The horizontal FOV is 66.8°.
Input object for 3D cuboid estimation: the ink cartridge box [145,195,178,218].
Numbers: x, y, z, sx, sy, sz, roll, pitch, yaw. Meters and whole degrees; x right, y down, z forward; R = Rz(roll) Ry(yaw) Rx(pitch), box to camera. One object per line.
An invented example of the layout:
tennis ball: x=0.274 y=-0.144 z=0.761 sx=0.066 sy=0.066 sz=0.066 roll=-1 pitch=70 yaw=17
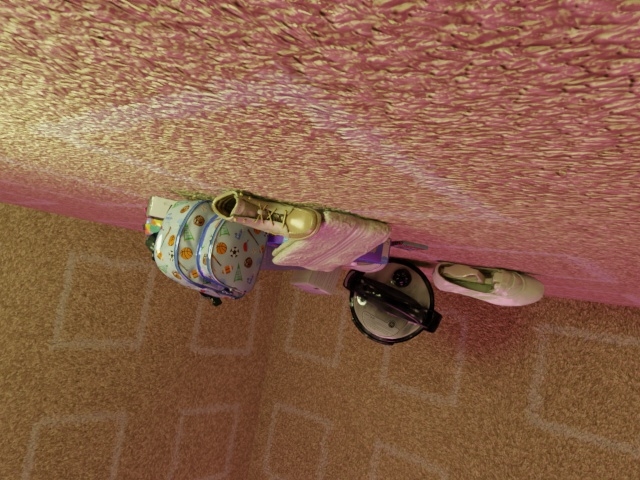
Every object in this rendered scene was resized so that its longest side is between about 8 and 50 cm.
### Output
ink cartridge box: x=-0.453 y=-0.087 z=1.420 sx=0.099 sy=0.056 sz=0.135 roll=13 pitch=174 yaw=-23

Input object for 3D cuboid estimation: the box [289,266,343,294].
box: x=-0.010 y=0.112 z=1.927 sx=0.119 sy=0.182 sz=0.181 roll=28 pitch=164 yaw=-22

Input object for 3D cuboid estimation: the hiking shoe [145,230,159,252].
hiking shoe: x=-0.413 y=-0.022 z=1.503 sx=0.113 sy=0.132 sz=0.304 roll=45 pitch=-160 yaw=10

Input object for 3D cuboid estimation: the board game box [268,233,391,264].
board game box: x=0.000 y=0.000 z=1.422 sx=0.347 sy=0.078 sz=0.233 roll=13 pitch=173 yaw=-34

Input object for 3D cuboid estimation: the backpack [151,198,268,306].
backpack: x=-0.280 y=0.019 z=1.250 sx=0.213 sy=0.276 sz=0.263 roll=-3 pitch=161 yaw=44

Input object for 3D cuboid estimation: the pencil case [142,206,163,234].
pencil case: x=-0.496 y=-0.048 z=1.694 sx=0.236 sy=0.104 sz=0.104 roll=10 pitch=174 yaw=-9

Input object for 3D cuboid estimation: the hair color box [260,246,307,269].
hair color box: x=-0.136 y=0.039 z=1.644 sx=0.185 sy=0.113 sz=0.374 roll=5 pitch=-179 yaw=41

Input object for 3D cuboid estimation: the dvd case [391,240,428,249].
dvd case: x=0.262 y=0.017 z=1.486 sx=0.087 sy=0.013 sz=0.119 roll=11 pitch=173 yaw=-18

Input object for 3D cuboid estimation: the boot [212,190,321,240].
boot: x=-0.119 y=-0.057 z=1.070 sx=0.213 sy=0.077 sz=0.165 roll=8 pitch=173 yaw=41

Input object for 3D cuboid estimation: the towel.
towel: x=0.018 y=0.013 z=1.198 sx=0.187 sy=0.049 sz=0.282 roll=10 pitch=152 yaw=-30

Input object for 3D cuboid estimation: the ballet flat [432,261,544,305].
ballet flat: x=0.605 y=0.151 z=1.781 sx=0.400 sy=0.139 sz=0.139 roll=8 pitch=174 yaw=24

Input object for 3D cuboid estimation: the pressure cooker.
pressure cooker: x=0.306 y=0.258 z=2.120 sx=0.370 sy=0.375 sz=0.420 roll=-16 pitch=171 yaw=6

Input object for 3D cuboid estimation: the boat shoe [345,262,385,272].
boat shoe: x=0.109 y=0.052 z=1.737 sx=0.268 sy=0.096 sz=0.088 roll=13 pitch=179 yaw=39
